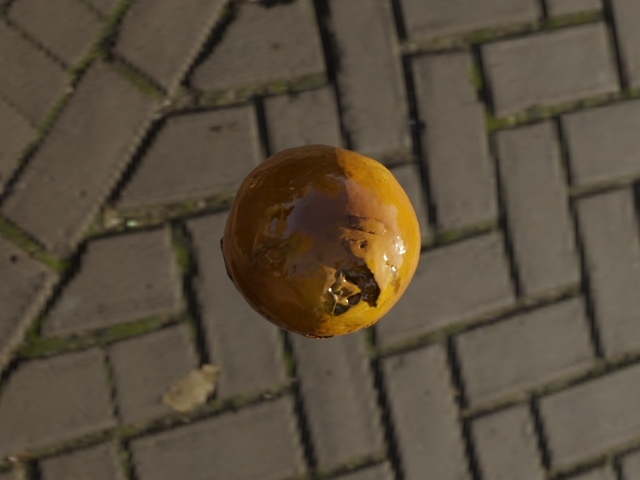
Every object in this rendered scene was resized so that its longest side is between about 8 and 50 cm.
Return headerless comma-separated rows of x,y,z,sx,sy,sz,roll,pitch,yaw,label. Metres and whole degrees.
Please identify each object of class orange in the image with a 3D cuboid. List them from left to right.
0.001,0.000,0.784,0.083,0.083,0.083,0,90,-29,orange
